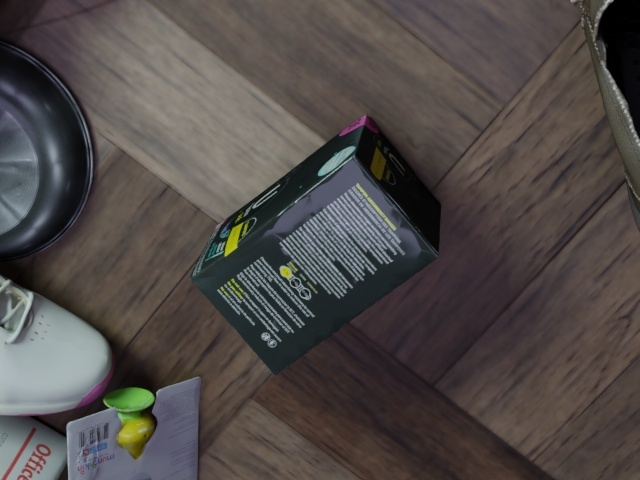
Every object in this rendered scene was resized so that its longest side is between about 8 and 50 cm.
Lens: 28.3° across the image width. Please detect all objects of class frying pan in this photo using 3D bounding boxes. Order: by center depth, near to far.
[{"bbox_3d":[-0.282,-0.127,1.008,0.197,0.053,0.326,4,113,4],"label":"frying pan"}]

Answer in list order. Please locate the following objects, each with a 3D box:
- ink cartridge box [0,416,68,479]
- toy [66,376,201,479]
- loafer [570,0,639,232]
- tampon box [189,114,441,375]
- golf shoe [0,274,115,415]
[{"bbox_3d":[-0.339,0.203,1.045,0.353,0.207,0.119,32,111,-7],"label":"ink cartridge box"},{"bbox_3d":[-0.171,0.234,1.103,0.056,0.137,0.237,26,120,40],"label":"toy"},{"bbox_3d":[0.231,-0.167,0.826,0.134,0.130,0.366,-16,76,14],"label":"loafer"},{"bbox_3d":[0.000,0.000,0.980,0.161,0.120,0.101,-37,103,17],"label":"tampon box"},{"bbox_3d":[-0.303,0.046,1.005,0.306,0.115,0.140,20,136,-13],"label":"golf shoe"}]
